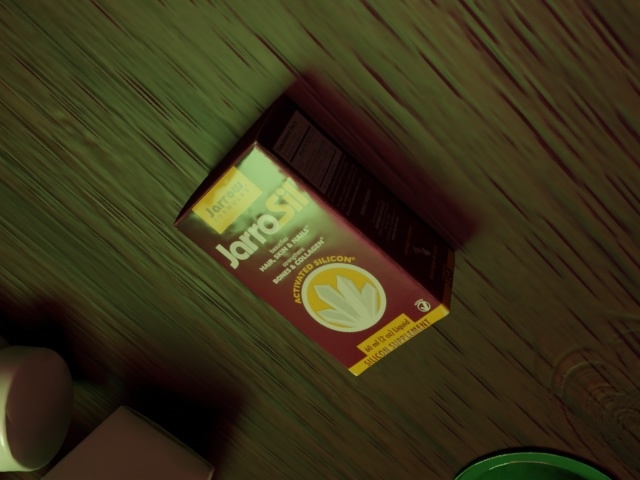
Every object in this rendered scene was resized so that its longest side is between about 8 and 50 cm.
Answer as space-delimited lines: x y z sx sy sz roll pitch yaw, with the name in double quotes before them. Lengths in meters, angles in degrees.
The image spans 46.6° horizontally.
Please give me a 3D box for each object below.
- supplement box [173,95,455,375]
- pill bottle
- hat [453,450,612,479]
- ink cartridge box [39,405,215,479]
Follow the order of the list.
"supplement box" 0.000 0.000 0.564 0.188 0.081 0.104 41 122 -14
"pill bottle" -0.387 0.155 0.711 0.271 0.152 0.152 0 123 14
"hat" 0.209 0.323 0.664 0.208 0.184 0.173 29 124 -6
"ink cartridge box" -0.225 0.325 0.708 0.117 0.207 0.283 31 130 13
